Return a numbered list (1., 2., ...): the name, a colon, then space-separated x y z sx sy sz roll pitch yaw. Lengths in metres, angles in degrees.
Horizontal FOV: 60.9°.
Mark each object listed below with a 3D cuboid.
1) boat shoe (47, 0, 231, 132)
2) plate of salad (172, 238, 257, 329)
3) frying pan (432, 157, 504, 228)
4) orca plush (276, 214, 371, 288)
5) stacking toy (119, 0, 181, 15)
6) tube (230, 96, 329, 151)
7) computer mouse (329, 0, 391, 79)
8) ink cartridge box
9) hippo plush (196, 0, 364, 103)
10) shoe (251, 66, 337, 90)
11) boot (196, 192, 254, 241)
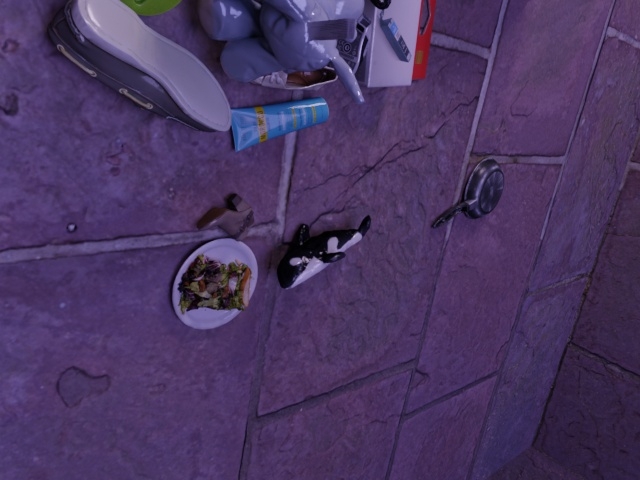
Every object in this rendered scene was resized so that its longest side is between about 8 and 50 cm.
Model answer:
1. boat shoe: -0.262 -0.254 0.839 0.305 0.091 0.109 32 49 -49
2. plate of salad: -0.203 0.093 1.099 0.199 0.048 0.200 -22 124 -36
3. frying pan: 0.463 -0.146 1.637 0.326 0.053 0.197 -13 118 -43
4. orca plush: 0.000 0.000 1.216 0.287 0.151 0.102 -30 97 -27
5. stacking toy: -0.283 -0.480 0.732 0.308 0.130 0.280 1 135 -42
6. tube: -0.081 -0.235 1.061 0.207 0.052 0.080 -21 114 -29
7. computer mouse: 0.070 -0.419 1.095 0.042 0.106 0.193 -26 141 -57
8. ink cartridge box: 0.187 -0.490 1.179 0.261 0.066 0.297 -16 121 -37
9. hippo plush: -0.029 -0.394 0.873 0.237 0.294 0.234 -55 148 -36
10. shoe: -0.058 -0.323 1.026 0.219 0.058 0.077 -8 115 -42
11. boot: -0.178 -0.032 1.065 0.118 0.042 0.087 -43 133 -24
